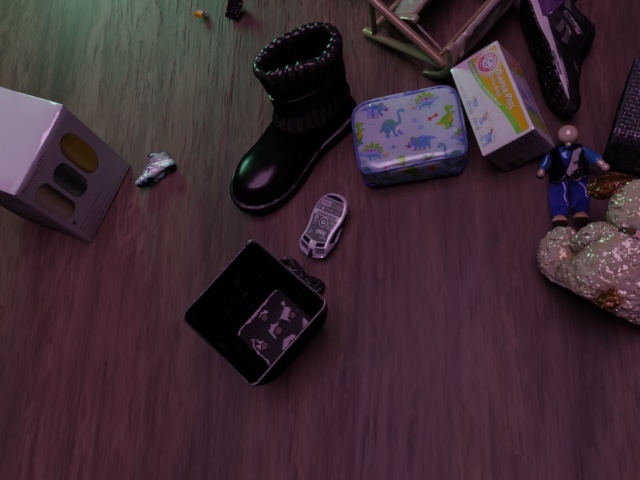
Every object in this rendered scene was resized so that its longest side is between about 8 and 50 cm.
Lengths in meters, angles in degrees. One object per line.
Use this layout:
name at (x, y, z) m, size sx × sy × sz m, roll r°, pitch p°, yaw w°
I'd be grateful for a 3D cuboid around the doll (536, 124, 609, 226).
doll at (0.461, -0.123, 1.210) m, size 0.129 × 0.046 × 0.189 m, roll -8°, pitch 70°, yaw 33°

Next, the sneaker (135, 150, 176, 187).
sneaker at (-0.368, -0.160, 1.435) m, size 0.098 × 0.038 × 0.069 m, roll -31°, pitch 64°, yaw -10°

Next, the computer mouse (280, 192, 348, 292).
computer mouse at (0.000, 0.000, 1.287) m, size 0.106 × 0.042 × 0.193 m, roll 25°, pitch 83°, yaw 25°

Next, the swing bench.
swing bench at (0.253, -0.489, 1.344) m, size 0.254 × 0.165 × 0.253 m, roll 40°, pitch 82°, yaw 19°

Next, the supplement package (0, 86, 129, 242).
supplement package at (-0.572, -0.151, 1.354) m, size 0.198 × 0.263 × 0.199 m, roll 18°, pitch 76°, yaw 19°

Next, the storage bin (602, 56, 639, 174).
storage bin at (0.578, -0.222, 1.188) m, size 0.084 × 0.122 × 0.180 m, roll 17°, pitch 75°, yaw 18°

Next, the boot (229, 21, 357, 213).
boot at (-0.076, -0.231, 1.268) m, size 0.131 × 0.260 × 0.348 m, roll 38°, pitch 82°, yaw 22°

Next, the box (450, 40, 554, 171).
box at (0.341, -0.252, 1.244) m, size 0.103 × 0.114 × 0.203 m, roll -28°, pitch 63°, yaw 30°

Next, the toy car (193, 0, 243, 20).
toy car at (-0.235, -0.549, 1.538) m, size 0.122 × 0.060 × 0.040 m, roll 8°, pitch 40°, yaw 9°

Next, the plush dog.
plush dog at (0.499, 0.006, 1.051) m, size 0.262 × 0.210 × 0.225 m, roll 30°, pitch 98°, yaw 20°

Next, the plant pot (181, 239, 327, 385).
plant pot at (-0.096, 0.145, 1.186) m, size 0.188 × 0.167 × 0.187 m, roll 39°, pitch 83°, yaw 23°

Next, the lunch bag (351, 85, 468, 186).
lunch bag at (0.175, -0.206, 1.294) m, size 0.219 × 0.090 × 0.176 m, roll -11°, pitch 69°, yaw 9°

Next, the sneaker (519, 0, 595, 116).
sneaker at (0.484, -0.377, 1.281) m, size 0.124 × 0.107 × 0.283 m, roll -9°, pitch 68°, yaw 3°
